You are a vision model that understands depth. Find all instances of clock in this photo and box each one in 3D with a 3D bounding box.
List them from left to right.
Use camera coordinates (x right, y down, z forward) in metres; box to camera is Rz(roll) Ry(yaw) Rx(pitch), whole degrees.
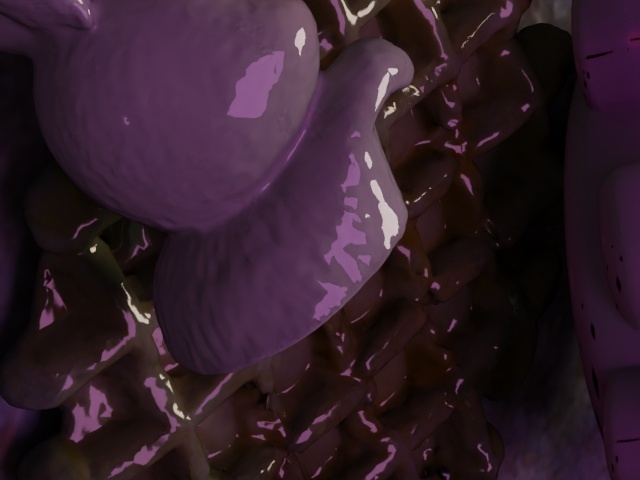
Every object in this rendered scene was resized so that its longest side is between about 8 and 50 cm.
[{"bbox_3d":[0.180,0.008,0.902,0.227,0.090,0.247,29,58,-58],"label":"clock"}]

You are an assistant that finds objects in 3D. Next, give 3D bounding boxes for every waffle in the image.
[{"bbox_3d":[0.000,0.000,0.824,0.292,0.056,0.309,18,87,-45],"label":"waffle"}]

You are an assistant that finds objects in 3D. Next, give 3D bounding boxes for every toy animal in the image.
[{"bbox_3d":[-0.065,-0.074,0.668,0.131,0.104,0.221,-43,108,-12],"label":"toy animal"}]
